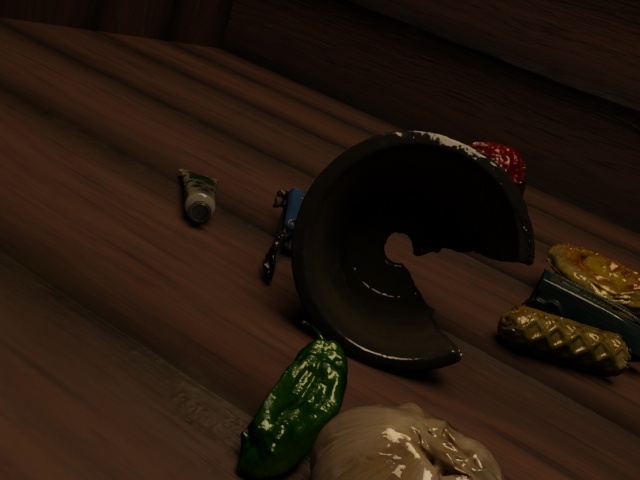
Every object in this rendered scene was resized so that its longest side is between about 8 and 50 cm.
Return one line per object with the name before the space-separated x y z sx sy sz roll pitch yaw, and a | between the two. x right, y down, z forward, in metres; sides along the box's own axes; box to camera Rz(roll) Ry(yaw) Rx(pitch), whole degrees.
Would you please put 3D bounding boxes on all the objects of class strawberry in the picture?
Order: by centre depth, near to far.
strawberry | 0.448 -0.142 1.706 0.310 0.291 0.292 -4 21 6

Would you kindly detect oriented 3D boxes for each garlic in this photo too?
garlic | 0.093 0.253 0.587 0.228 0.152 0.228 12 21 -5

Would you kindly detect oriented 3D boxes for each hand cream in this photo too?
hand cream | -0.259 -0.104 1.248 0.095 0.059 0.276 16 18 -18

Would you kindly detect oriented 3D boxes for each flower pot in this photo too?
flower pot | 0.138 0.008 1.014 0.379 0.379 0.251 22 4 2

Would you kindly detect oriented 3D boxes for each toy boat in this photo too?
toy boat | 0.602 0.176 1.281 0.296 0.114 0.122 29 31 22

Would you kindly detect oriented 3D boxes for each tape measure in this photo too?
tape measure | 0.000 0.000 1.184 0.215 0.098 0.351 17 24 -8

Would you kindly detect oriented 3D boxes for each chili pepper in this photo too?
chili pepper | -0.024 0.194 0.724 0.100 0.074 0.257 25 23 9

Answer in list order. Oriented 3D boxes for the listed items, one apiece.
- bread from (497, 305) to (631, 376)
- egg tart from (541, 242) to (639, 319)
bread | 0.474 0.197 1.151 0.269 0.087 0.098 17 23 -10
egg tart | 0.717 0.127 1.477 0.341 0.132 0.341 19 20 -7
